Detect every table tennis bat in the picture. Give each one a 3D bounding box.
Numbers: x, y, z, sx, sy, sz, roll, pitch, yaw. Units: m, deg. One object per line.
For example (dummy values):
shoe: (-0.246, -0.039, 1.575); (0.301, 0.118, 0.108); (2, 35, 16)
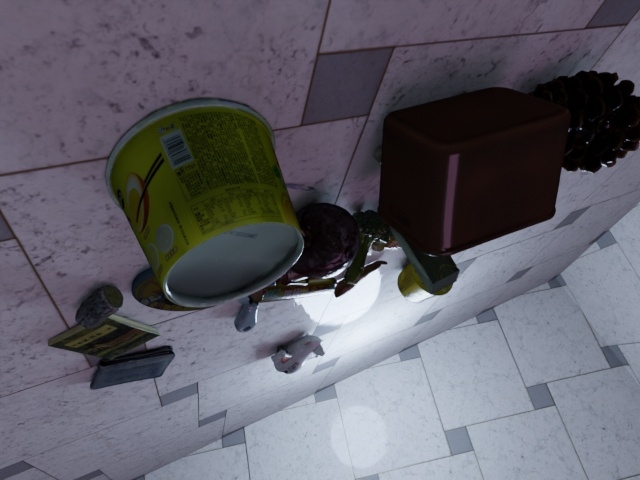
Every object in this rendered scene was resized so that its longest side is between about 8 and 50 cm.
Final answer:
table tennis bat: (-0.268, 0.104, 1.073); (0.328, 0.044, 0.215); (-4, 146, -15)

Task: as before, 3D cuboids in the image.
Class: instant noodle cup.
instant noodle cup: (-0.176, -0.041, 0.761); (0.311, 0.222, 0.311); (-21, 153, -11)
instant noodle cup: (0.381, 0.145, 1.708); (0.182, 0.182, 0.144); (-13, 160, -28)

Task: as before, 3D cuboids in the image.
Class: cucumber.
cucumber: (-0.481, 0.145, 0.987); (0.111, 0.064, 0.064); (-35, 153, 20)

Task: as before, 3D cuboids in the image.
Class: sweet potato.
sweet potato: (0.132, 0.123, 1.558); (0.214, 0.050, 0.050); (-35, 154, 1)

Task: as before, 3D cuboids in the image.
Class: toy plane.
toy plane: (-0.092, 0.476, 1.903); (0.251, 0.118, 0.252); (-20, 153, -10)

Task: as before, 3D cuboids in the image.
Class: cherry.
cherry: (0.005, -0.002, 1.065); (0.194, 0.195, 0.195); (-22, 154, -12)

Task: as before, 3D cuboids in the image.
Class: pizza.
pizza: (0.274, -0.013, 1.334); (0.292, 0.058, 0.197); (-18, -172, -41)

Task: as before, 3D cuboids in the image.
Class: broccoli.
broccoli: (0.114, 0.021, 1.198); (0.122, 0.118, 0.204); (-50, 159, -81)

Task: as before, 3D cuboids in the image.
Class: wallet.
wallet: (-0.560, 0.384, 1.372); (0.221, 0.036, 0.167); (-2, 144, -41)

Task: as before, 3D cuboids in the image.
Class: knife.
knife: (-0.204, 0.171, 1.335); (0.080, 0.044, 0.332); (-10, 143, -28)

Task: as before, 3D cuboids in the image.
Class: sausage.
sausage: (-0.062, 0.135, 1.335); (0.082, 0.082, 0.371); (-44, 154, 29)

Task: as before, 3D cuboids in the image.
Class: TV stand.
TV stand: (0.253, 0.000, 1.192); (0.082, 0.270, 0.088); (-25, 154, -5)

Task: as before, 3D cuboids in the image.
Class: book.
book: (-0.538, 0.247, 1.159); (0.160, 0.024, 0.228); (-27, 155, 2)

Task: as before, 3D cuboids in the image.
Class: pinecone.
pinecone: (0.594, -0.275, 1.073); (0.291, 0.247, 0.246); (-5, 148, -18)

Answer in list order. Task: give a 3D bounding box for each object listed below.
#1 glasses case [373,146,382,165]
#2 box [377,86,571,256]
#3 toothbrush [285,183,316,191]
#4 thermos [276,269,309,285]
glasses case: (0.145, -0.186, 1.034); (0.032, 0.021, 0.083); (-34, 153, 15)
box: (0.306, -0.154, 0.941); (0.338, 0.239, 0.230); (-18, 127, -17)
toothbrush: (-0.060, -0.114, 0.978); (0.131, 0.013, 0.011); (1, 132, -44)
thermos: (-0.055, 0.057, 1.195); (0.231, 0.099, 0.124); (-15, 155, -27)
